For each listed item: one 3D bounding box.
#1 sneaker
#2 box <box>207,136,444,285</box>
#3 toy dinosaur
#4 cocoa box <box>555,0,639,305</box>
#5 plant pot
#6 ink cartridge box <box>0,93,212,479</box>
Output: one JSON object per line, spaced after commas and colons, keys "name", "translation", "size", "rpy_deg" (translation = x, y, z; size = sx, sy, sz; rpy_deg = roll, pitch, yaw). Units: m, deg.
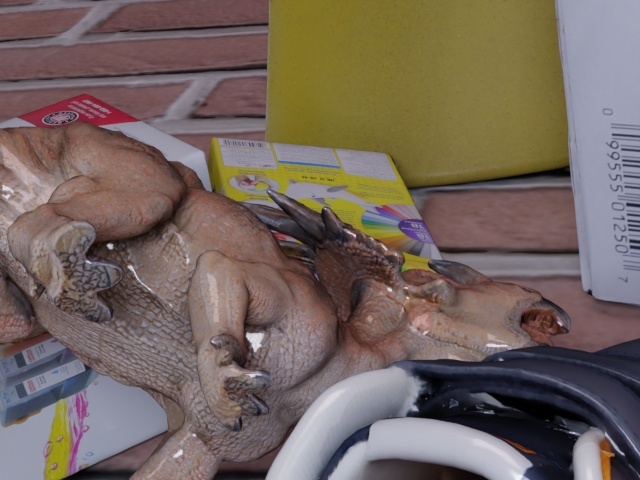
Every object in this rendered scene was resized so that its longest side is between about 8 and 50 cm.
{"name": "sneaker", "translation": [0.076, 0.089, 0.501], "size": [0.126, 0.127, 0.321], "rpy_deg": [6, 28, 33]}
{"name": "box", "translation": [0.000, 0.000, 0.780], "size": [0.105, 0.043, 0.179], "rpy_deg": [5, 21, -10]}
{"name": "toy dinosaur", "translation": [-0.058, 0.011, 0.592], "size": [0.127, 0.296, 0.200], "rpy_deg": [-45, 13, 30]}
{"name": "cocoa box", "translation": [0.250, -0.158, 0.687], "size": [0.231, 0.347, 0.228], "rpy_deg": [7, 30, 33]}
{"name": "plant pot", "translation": [0.088, -0.150, 0.922], "size": [0.187, 0.212, 0.212], "rpy_deg": [10, 29, 13]}
{"name": "ink cartridge box", "translation": [-0.145, 0.029, 0.701], "size": [0.176, 0.127, 0.128], "rpy_deg": [-22, 29, -26]}
